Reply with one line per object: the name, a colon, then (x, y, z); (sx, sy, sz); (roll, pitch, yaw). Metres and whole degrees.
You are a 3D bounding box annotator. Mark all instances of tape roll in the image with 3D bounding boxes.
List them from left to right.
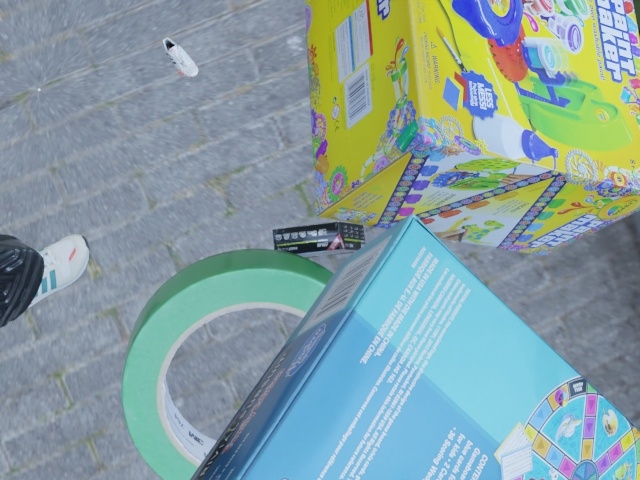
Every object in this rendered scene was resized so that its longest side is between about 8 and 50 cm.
tape roll: (-0.079, 0.172, 1.297); (0.321, 0.077, 0.321); (-2, 109, -6)

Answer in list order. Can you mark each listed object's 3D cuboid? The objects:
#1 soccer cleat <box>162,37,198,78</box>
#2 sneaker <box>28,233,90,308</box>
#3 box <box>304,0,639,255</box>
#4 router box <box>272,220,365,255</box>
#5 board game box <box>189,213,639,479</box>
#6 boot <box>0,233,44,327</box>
soccer cleat: (-0.214, -0.278, 1.617); (0.029, 0.083, 0.035); (-36, 147, -7)
sneaker: (-0.390, 0.045, 1.456); (0.161, 0.075, 0.057); (-33, 74, 15)
box: (0.148, -0.163, 1.015); (0.279, 0.177, 0.290); (9, 66, -30)
router box: (0.000, 0.000, 1.419); (0.092, 0.122, 0.038); (-6, 86, 19)
board game box: (0.091, 0.192, 0.531); (0.336, 0.079, 0.254); (43, 53, -8)
boot: (-0.467, -0.009, 1.038); (0.260, 0.348, 0.131); (33, 97, 20)
